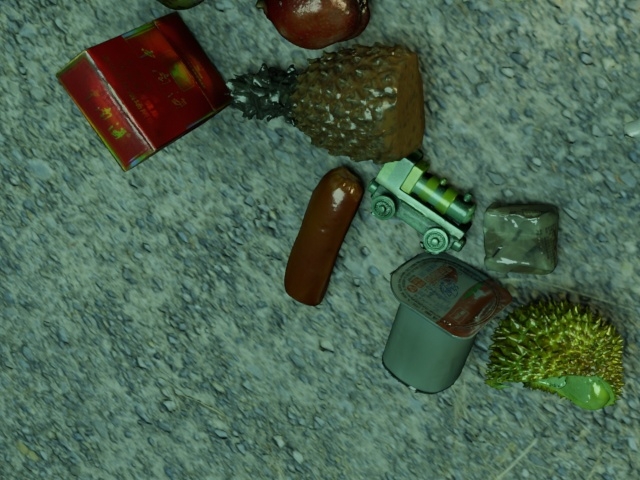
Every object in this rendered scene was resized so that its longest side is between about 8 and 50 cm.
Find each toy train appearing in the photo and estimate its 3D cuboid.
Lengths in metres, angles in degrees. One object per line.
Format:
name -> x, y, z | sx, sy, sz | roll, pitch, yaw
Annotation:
toy train -> 0.181, -0.068, 2.028 | 0.200, 0.083, 0.132 | 33, 117, 5

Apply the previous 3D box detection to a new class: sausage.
sausage -> 0.000, 0.000, 2.129 | 0.089, 0.083, 0.300 | 20, 120, 0

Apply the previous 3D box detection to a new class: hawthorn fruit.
hawthorn fruit -> -0.014, -0.400, 1.925 | 0.188, 0.169, 0.169 | 1, 112, 23

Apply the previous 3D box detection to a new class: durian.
durian -> 0.399, 0.192, 1.980 | 0.237, 0.176, 0.200 | 2, 146, 6

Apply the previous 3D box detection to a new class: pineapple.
pineapple -> 0.003, -0.235, 1.971 | 0.362, 0.202, 0.202 | 5, 114, 29

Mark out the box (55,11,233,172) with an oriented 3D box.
box -> -0.290, -0.264, 2.000 | 0.089, 0.313, 0.197 | -32, 97, 30

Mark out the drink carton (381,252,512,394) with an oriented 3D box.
drink carton -> 0.205, 0.149, 2.065 | 0.191, 0.185, 0.190 | 33, 135, 21

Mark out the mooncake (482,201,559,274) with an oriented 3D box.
mooncake -> 0.344, -0.003, 1.992 | 0.130, 0.073, 0.125 | 7, 117, 21

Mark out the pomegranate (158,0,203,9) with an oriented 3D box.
pomegranate -> -0.257, -0.472, 1.994 | 0.169, 0.148, 0.148 | 12, 117, 2

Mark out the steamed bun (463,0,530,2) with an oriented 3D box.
steamed bun -> 0.291, -0.445, 1.769 | 0.225, 0.170, 0.200 | -14, 108, 28

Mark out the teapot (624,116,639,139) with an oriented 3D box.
teapot -> 0.663, -0.196, 1.699 | 0.424, 0.252, 0.280 | -2, 148, -1
